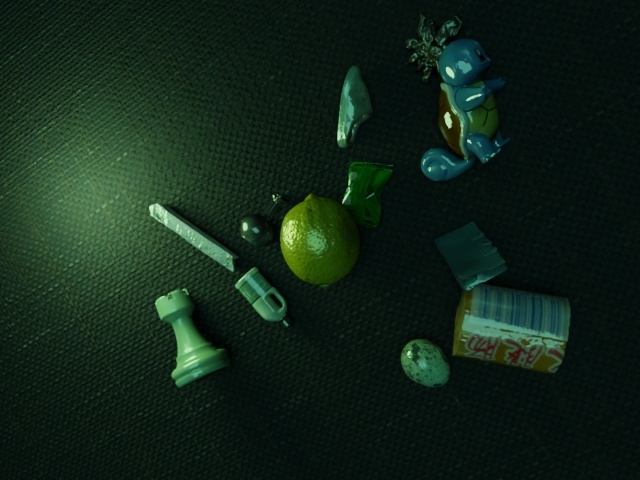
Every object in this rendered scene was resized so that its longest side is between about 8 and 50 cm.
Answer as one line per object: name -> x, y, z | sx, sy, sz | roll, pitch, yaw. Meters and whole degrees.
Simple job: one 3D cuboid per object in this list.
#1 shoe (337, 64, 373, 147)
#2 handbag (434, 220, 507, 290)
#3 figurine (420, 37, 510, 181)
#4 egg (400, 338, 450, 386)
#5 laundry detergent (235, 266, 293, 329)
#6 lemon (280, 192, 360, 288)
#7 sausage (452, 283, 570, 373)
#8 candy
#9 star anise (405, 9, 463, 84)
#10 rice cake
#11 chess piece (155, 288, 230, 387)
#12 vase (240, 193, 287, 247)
shoe -> 0.113, -0.407, 1.674 | 0.100, 0.103, 0.250 | 11, 102, 12
handbag -> 0.437, 0.040, 1.592 | 0.144, 0.221, 0.057 | -28, 123, 6
figurine -> 0.434, -0.352, 1.555 | 0.243, 0.298, 0.415 | 21, 121, 29
egg -> 0.327, 0.382, 1.680 | 0.172, 0.132, 0.132 | 41, 102, -6
laundry detergent -> -0.176, 0.200, 1.799 | 0.099, 0.070, 0.225 | -43, 85, 6
lemon -> -0.001, 0.001, 1.660 | 0.268, 0.267, 0.267 | 1, 95, 12
sausage -> 0.545, 0.248, 1.574 | 0.288, 0.233, 0.232 | 9, 97, 10
candy -> 0.140, -0.147, 1.702 | 0.141, 0.078, 0.203 | 11, 92, 10
star anise -> 0.359, -0.565, 1.610 | 0.220, 0.099, 0.214 | 27, 109, 8
rice cake -> -0.421, -0.017, 1.831 | 0.365, 0.073, 0.056 | 34, 98, 7
chess piece -> -0.443, 0.318, 1.818 | 0.195, 0.195, 0.298 | -28, 80, 13
vase -> -0.179, -0.069, 1.762 | 0.120, 0.120, 0.182 | 33, 87, 7
